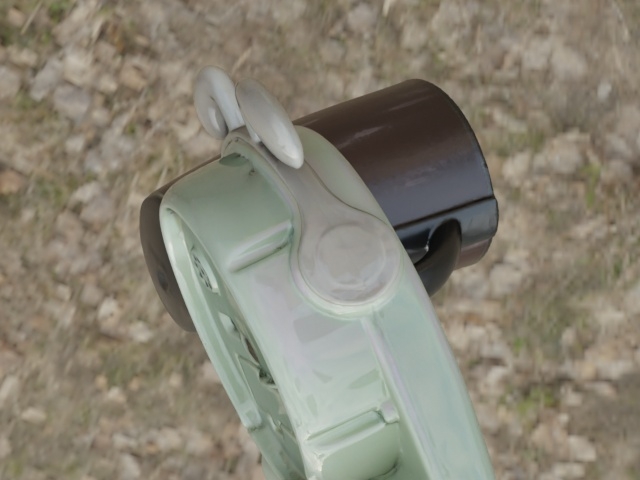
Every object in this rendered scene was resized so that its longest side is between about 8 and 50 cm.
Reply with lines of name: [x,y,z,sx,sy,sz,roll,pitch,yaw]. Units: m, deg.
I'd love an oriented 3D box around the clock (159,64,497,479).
clock: [-0.007,0.028,0.640,0.062,0.151,0.191,-25,105,-12]

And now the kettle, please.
kettle: [0.000,0.000,1.212,0.232,0.202,0.144,-21,132,-22]
